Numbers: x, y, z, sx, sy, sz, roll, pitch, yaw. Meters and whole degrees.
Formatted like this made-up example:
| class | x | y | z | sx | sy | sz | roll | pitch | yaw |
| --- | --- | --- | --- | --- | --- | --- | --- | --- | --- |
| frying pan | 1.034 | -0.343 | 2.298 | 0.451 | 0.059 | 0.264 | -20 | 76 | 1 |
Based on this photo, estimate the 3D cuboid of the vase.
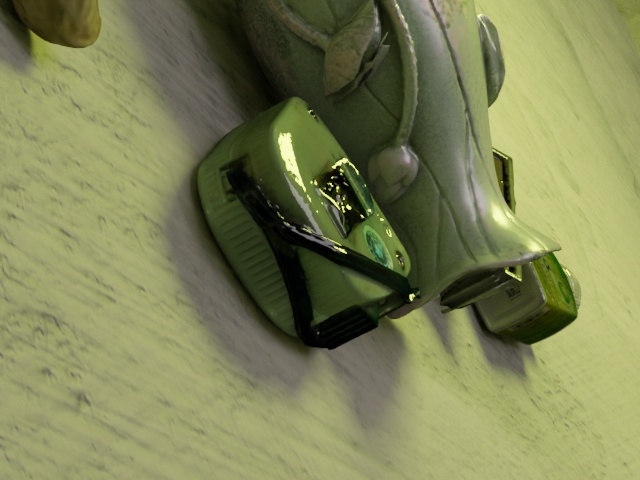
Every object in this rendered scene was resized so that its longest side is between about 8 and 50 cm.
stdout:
| class | x | y | z | sx | sy | sz | roll | pitch | yaw |
| --- | --- | --- | --- | --- | --- | --- | --- | --- | --- |
| vase | 0.073 | -0.145 | 1.706 | 0.445 | 0.250 | 0.250 | 68 | 20 | 2 |

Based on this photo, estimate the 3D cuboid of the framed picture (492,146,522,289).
| class | x | y | z | sx | sy | sz | roll | pitch | yaw |
| --- | --- | --- | --- | --- | --- | --- | --- | --- | --- |
| framed picture | 0.142 | -0.071 | 1.979 | 0.209 | 0.019 | 0.281 | 29 | 30 | -13 |

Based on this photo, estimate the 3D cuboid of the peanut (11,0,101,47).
| class | x | y | z | sx | sy | sz | roll | pitch | yaw |
| --- | --- | --- | --- | --- | --- | --- | --- | --- | --- |
| peanut | -0.227 | -0.229 | 1.308 | 0.187 | 0.082 | 0.082 | 56 | 20 | -18 |

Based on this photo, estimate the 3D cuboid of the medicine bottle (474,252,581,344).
| class | x | y | z | sx | sy | sz | roll | pitch | yaw |
| --- | --- | --- | --- | --- | --- | --- | --- | --- | --- |
| medicine bottle | 0.248 | 0.054 | 2.093 | 0.188 | 0.088 | 0.132 | 21 | 41 | -61 |

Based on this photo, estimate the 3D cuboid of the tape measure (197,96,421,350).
| class | x | y | z | sx | sy | sz | roll | pitch | yaw |
| --- | --- | --- | --- | --- | --- | --- | --- | --- | --- |
| tape measure | 0.000 | 0.000 | 1.512 | 0.235 | 0.115 | 0.207 | 58 | 17 | -12 |
